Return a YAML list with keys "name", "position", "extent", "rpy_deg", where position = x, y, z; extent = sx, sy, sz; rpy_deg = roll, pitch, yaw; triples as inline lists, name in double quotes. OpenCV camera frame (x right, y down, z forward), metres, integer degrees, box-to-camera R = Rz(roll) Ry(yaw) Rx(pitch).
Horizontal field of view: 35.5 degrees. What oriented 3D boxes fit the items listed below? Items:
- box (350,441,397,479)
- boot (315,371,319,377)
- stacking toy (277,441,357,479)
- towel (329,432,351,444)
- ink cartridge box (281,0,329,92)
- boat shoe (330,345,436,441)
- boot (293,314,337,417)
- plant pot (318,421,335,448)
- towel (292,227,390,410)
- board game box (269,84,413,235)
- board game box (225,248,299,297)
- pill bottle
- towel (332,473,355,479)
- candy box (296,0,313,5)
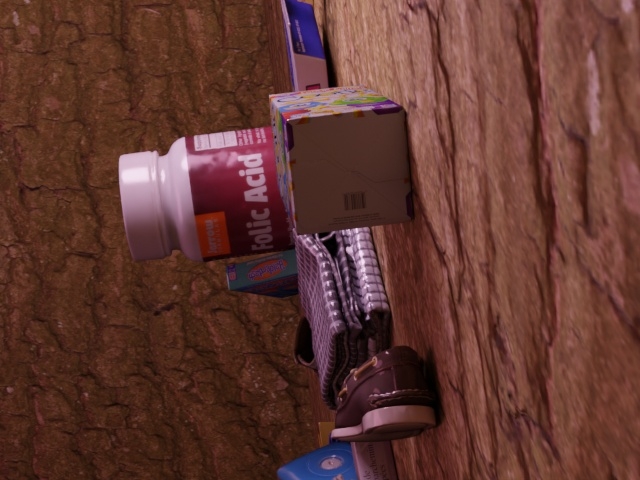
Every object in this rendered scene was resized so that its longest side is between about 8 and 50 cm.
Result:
- name: "box"
  position: [0.085, 0.347, 1.711]
  extent: [0.067, 0.063, 0.324]
  rpy_deg: [88, 173, -58]
- name: "boot"
  position: [0.018, 0.258, 2.141]
  extent: [0.208, 0.076, 0.189]
  rpy_deg: [121, 157, -59]
- name: "stacking toy"
  position: [0.041, 0.546, 1.875]
  extent: [0.175, 0.166, 0.302]
  rpy_deg: [22, 125, 57]
- name: "towel"
  position: [0.074, 0.562, 2.097]
  extent: [0.308, 0.076, 0.227]
  rpy_deg: [-103, 8, -46]
- name: "ink cartridge box"
  position: [-0.023, -0.299, 1.849]
  extent: [0.371, 0.069, 0.176]
  rpy_deg: [79, 179, -47]
- name: "boat shoe"
  position: [0.077, 0.212, 1.323]
  extent: [0.324, 0.116, 0.096]
  rpy_deg: [113, 153, -73]
- name: "boot"
  position: [0.019, 0.249, 1.858]
  extent: [0.165, 0.077, 0.213]
  rpy_deg: [26, -127, -56]
- name: "plant pot"
  position: [0.041, 0.456, 2.268]
  extent: [0.081, 0.083, 0.081]
  rpy_deg: [90, 171, -62]
- name: "towel"
  position: [0.032, 0.115, 1.628]
  extent: [0.283, 0.121, 0.235]
  rpy_deg: [89, 171, -53]
- name: "board game box"
  position: [0.018, -0.114, 1.296]
  extent: [0.275, 0.144, 0.142]
  rpy_deg: [-119, 22, -74]
- name: "board game box"
  position: [-0.053, 0.062, 1.842]
  extent: [0.210, 0.160, 0.047]
  rpy_deg: [17, -118, -63]
- name: "pill bottle"
  position: [-0.143, -0.082, 1.756]
  extent: [0.224, 0.392, 0.224]
  rpy_deg: [172, 90, -85]
- name: "towel"
  position: [0.028, 0.503, 1.603]
  extent: [0.282, 0.049, 0.187]
  rpy_deg: [-84, 5, -82]
- name: "candy box"
  position: [-0.054, -0.556, 1.990]
  extent: [0.186, 0.053, 0.109]
  rpy_deg: [-101, 5, -46]
